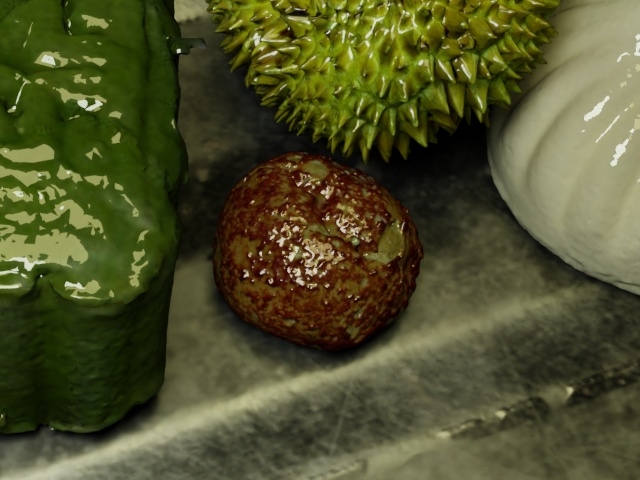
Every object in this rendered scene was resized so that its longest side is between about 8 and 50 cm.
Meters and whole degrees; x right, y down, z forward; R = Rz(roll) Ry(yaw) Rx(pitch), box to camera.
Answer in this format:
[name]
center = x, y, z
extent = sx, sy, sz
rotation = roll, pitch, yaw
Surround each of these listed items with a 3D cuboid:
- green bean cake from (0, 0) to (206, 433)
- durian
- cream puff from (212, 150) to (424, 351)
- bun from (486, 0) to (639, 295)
[green bean cake]
center = -0.239, -0.058, 1.045
extent = 0.335, 0.218, 0.319
rotation = -2, 54, -7
[durian]
center = 0.046, -0.197, 1.162
extent = 0.291, 0.225, 0.291
rotation = -16, 35, 11
[cream puff]
center = 0.000, 0.000, 1.117
extent = 0.149, 0.084, 0.149
rotation = 4, 55, -6
[bun]
center = 0.257, -0.106, 1.177
extent = 0.263, 0.175, 0.263
rotation = 3, 53, -4
